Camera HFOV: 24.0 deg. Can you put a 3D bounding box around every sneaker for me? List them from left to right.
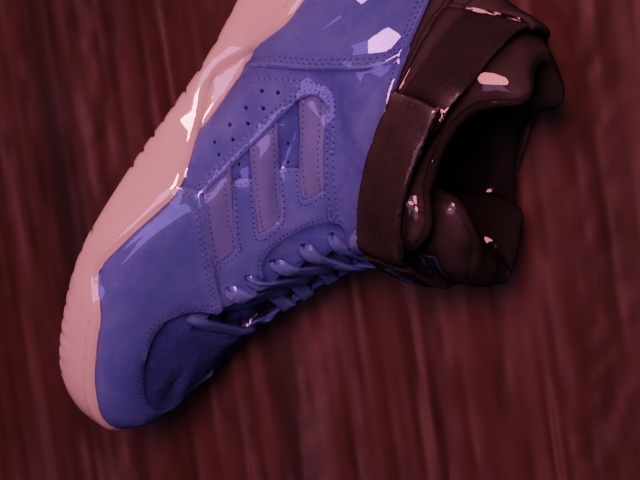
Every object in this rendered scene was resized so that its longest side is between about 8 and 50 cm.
[{"bbox_3d":[0.000,0.000,0.368,0.085,0.058,0.152,37,103,24],"label":"sneaker"}]
